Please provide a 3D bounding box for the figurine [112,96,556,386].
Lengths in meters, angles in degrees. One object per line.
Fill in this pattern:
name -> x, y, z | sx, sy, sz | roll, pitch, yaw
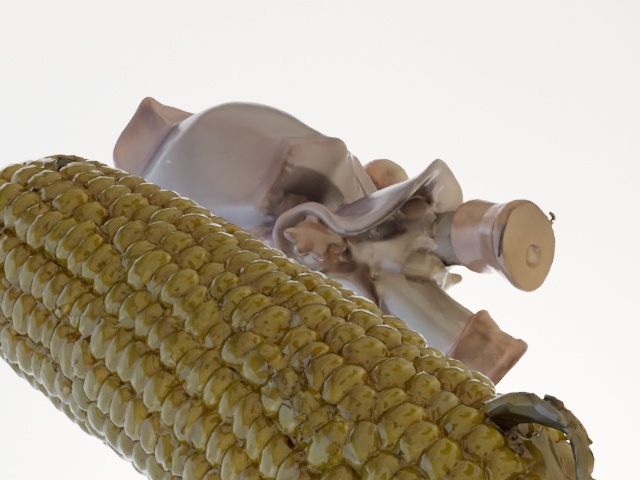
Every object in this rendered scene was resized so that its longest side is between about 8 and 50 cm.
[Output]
figurine -> -0.001, 0.000, 0.987 | 0.200, 0.276, 0.133 | -44, -43, -37

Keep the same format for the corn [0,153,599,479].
corn -> -0.027, 0.051, 0.600 | 0.293, 0.106, 0.106 | 29, -162, 32
